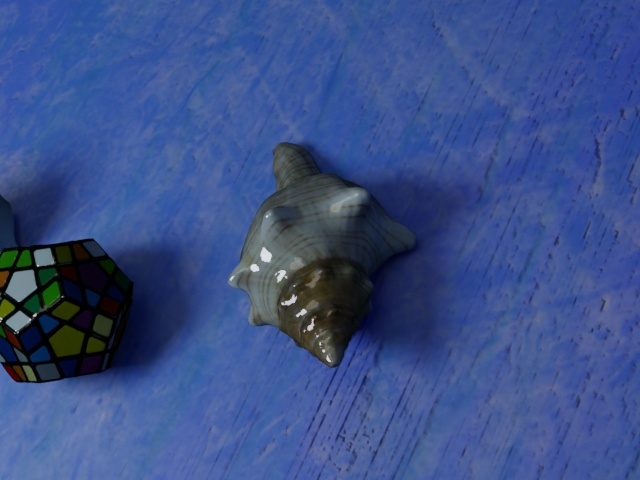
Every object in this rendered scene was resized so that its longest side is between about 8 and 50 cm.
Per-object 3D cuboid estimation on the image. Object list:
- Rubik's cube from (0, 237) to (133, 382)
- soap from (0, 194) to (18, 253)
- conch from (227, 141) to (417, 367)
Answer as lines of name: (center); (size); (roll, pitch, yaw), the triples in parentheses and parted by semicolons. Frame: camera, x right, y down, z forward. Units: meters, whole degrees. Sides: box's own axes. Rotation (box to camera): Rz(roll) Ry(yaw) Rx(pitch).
Rubik's cube: (-0.217, 0.058, 1.209); (0.133, 0.133, 0.112); (27, 50, 32)
soap: (-0.379, 0.006, 1.304); (0.198, 0.114, 0.063); (-20, 58, 12)
conch: (0.004, -0.001, 1.150); (0.137, 0.114, 0.233); (4, 59, 10)
